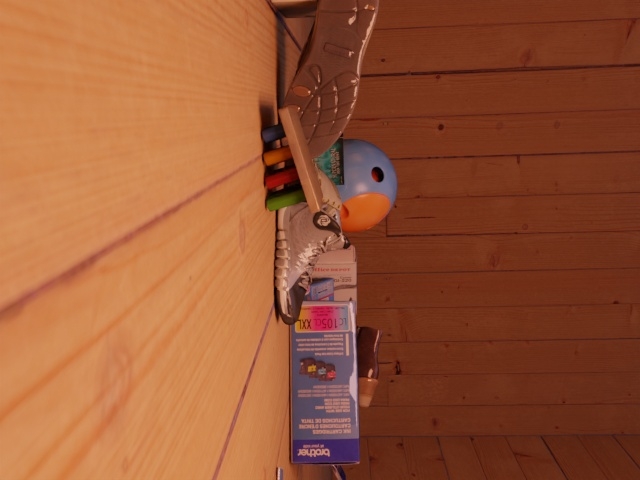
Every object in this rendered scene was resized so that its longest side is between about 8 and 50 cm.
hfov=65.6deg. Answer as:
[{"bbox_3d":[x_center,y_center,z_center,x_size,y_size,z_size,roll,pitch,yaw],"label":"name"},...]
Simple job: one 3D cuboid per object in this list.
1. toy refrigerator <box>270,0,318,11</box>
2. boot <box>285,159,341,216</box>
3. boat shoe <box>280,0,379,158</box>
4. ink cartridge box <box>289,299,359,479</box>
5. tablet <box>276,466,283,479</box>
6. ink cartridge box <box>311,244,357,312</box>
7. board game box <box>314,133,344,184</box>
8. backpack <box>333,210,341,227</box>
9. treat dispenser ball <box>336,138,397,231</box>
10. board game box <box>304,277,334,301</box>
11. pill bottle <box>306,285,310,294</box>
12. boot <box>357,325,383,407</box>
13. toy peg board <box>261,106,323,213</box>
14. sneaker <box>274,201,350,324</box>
[{"bbox_3d":[-0.040,-0.512,0.989,0.269,0.094,0.102,-81,170,-72],"label":"toy refrigerator"},{"bbox_3d":[-0.011,-0.083,1.065,0.165,0.077,0.213,47,33,-52],"label":"boot"},{"bbox_3d":[0.018,-0.326,0.956,0.130,0.132,0.355,-88,-160,-64],"label":"boat shoe"},{"bbox_3d":[0.013,0.343,1.142,0.270,0.151,0.395,75,16,-79],"label":"ink cartridge box"},{"bbox_3d":[-0.068,0.421,0.820,0.054,0.006,0.083,84,6,-63],"label":"tablet"},{"bbox_3d":[0.034,0.126,1.534,0.092,0.159,0.218,-86,174,-57],"label":"ink cartridge box"},{"bbox_3d":[-0.009,-0.185,1.139,0.186,0.126,0.026,82,7,-63],"label":"board game box"},{"bbox_3d":[-0.006,-0.061,1.266,0.182,0.115,0.152,-91,177,-83],"label":"backpack"},{"bbox_3d":[0.092,-0.168,1.536,0.288,0.288,0.288,-1,90,-87],"label":"treat dispenser ball"},{"bbox_3d":[-0.005,0.219,1.388,0.160,0.039,0.211,-9,97,-66],"label":"board game box"},{"bbox_3d":[-0.046,0.077,1.078,0.043,0.043,0.083,-87,174,-59],"label":"pill bottle"},{"bbox_3d":[0.067,0.339,1.366,0.090,0.248,0.207,26,67,-37],"label":"boot"},{"bbox_3d":[-0.058,-0.125,0.808,0.161,0.079,0.160,-83,155,-76],"label":"toy peg board"},{"bbox_3d":[-0.012,0.033,0.882,0.086,0.132,0.228,77,12,-77],"label":"sneaker"}]
